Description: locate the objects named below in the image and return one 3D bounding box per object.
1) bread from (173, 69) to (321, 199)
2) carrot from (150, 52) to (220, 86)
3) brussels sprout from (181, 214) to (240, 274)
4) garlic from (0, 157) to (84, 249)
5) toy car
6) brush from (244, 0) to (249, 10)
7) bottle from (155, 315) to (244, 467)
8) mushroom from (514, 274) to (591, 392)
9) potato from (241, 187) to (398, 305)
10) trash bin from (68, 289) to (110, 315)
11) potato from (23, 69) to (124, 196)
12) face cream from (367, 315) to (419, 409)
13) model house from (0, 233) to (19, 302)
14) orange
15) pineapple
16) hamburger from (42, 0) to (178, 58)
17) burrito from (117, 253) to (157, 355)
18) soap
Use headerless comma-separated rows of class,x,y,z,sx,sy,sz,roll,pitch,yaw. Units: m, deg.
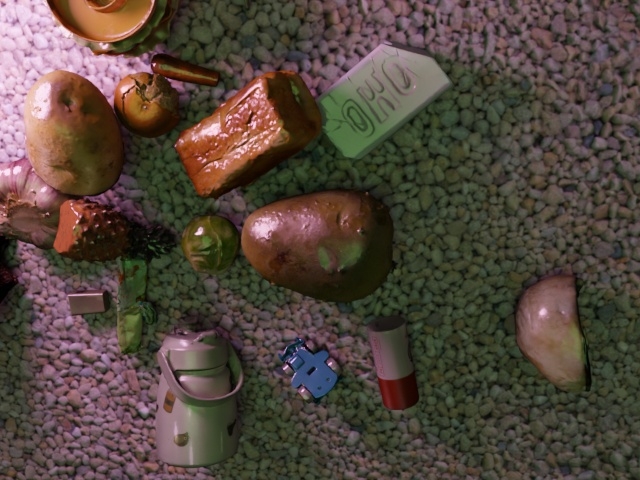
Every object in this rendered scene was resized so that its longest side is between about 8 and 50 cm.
bread,-0.162,-0.236,1.529,0.344,0.149,0.195,-26,86,35
carrot,-0.316,-0.395,1.592,0.162,0.055,0.055,15,106,-4
brussels sprout,-0.269,0.010,1.656,0.155,0.117,0.155,0,95,2
garlic,-0.694,-0.101,1.660,0.245,0.160,0.245,2,134,2
toy car,-0.027,0.334,1.739,0.126,0.098,0.161,-44,66,-11
brush,-0.180,-0.611,1.528,0.030,0.033,0.178,-17,103,-4
bottle,-0.305,0.370,1.712,0.229,0.229,0.351,2,97,6
mushroom,0.538,0.224,1.585,0.164,0.189,0.267,-5,106,22
potato,-0.005,0.019,1.581,0.359,0.219,0.269,-4,95,15
trash bin,-0.602,0.161,1.774,0.092,0.043,0.060,-3,104,4
potato,-0.560,-0.258,1.530,0.243,0.242,0.285,-16,75,10
face cream,0.182,0.304,1.691,0.096,0.096,0.214,-10,104,9
model house,-0.890,0.054,1.679,0.317,0.297,0.282,42,61,0
orange,-0.401,-0.317,1.577,0.157,0.134,0.156,-6,110,-16
pineapple,-0.482,-0.015,1.631,0.279,0.158,0.157,7,111,-40
hamburger,-0.449,-0.534,1.484,0.275,0.212,0.274,0,98,2
burrito,-0.473,0.167,1.756,0.104,0.054,0.287,8,104,3
soap,0.132,-0.325,1.533,0.289,0.095,0.173,-37,98,14
